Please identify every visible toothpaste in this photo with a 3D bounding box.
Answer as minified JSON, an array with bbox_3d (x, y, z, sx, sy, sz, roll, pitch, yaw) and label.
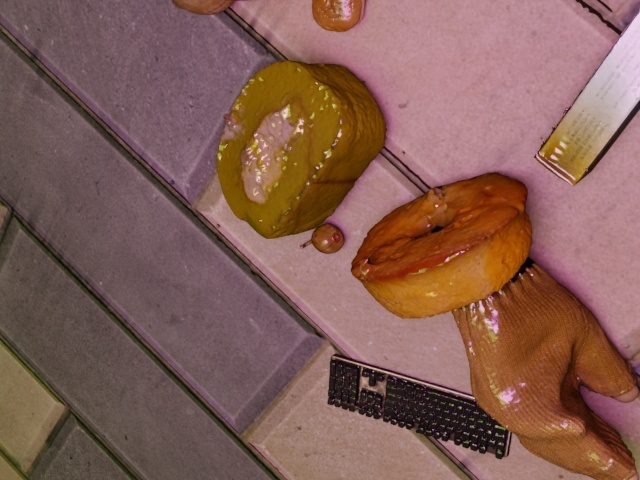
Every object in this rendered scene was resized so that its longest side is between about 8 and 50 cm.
[{"bbox_3d":[0.368,-0.209,0.858,0.071,0.089,0.313,40,125,17],"label":"toothpaste"}]

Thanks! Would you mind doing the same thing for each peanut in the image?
[{"bbox_3d":[-0.148,-0.380,1.080,0.192,0.089,0.089,-8,106,31],"label":"peanut"}]

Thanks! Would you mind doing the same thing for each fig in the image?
[{"bbox_3d":[0.000,0.000,1.179,0.083,0.050,0.050,-13,104,47],"label":"fig"}]

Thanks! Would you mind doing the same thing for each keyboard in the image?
[{"bbox_3d":[0.154,0.274,1.218,0.316,0.027,0.106,12,115,24],"label":"keyboard"}]

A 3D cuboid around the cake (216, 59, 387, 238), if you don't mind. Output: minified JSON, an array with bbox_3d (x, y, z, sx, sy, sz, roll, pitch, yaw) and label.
[{"bbox_3d":[-0.038,-0.134,1.079,0.179,0.156,0.260,52,121,21],"label":"cake"}]

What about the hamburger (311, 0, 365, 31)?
[{"bbox_3d":[0.024,-0.331,1.026,0.076,0.044,0.083,9,117,27],"label":"hamburger"}]

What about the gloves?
[{"bbox_3d":[0.307,0.182,1.009,0.356,0.203,0.155,55,148,5],"label":"gloves"}]

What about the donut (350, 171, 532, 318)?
[{"bbox_3d":[0.160,0.002,0.978,0.253,0.253,0.118,-24,108,34],"label":"donut"}]
